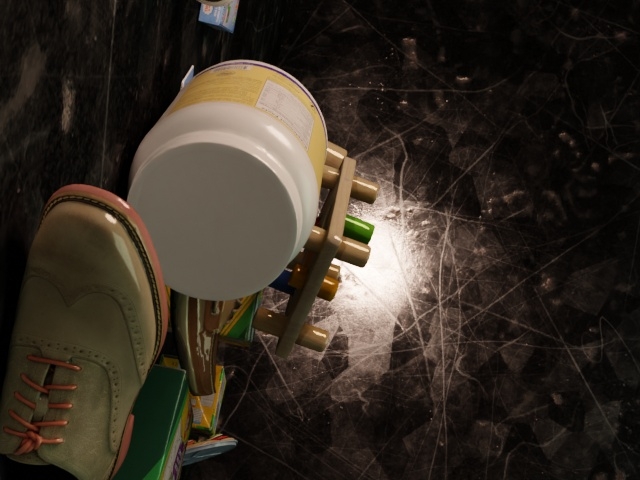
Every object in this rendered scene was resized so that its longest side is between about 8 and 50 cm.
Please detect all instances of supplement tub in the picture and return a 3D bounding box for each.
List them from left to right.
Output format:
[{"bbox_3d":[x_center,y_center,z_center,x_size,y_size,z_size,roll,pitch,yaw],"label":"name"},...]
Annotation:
[{"bbox_3d":[-0.116,-0.088,1.153,0.331,0.241,0.241,-82,-177,-64],"label":"supplement tub"}]

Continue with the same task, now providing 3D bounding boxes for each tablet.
[{"bbox_3d":[-0.211,-0.237,1.364,0.083,0.006,0.054,-83,-176,-61],"label":"tablet"}]

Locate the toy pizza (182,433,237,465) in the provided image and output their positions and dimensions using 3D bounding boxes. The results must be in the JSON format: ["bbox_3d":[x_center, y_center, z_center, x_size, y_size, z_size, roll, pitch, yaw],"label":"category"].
[{"bbox_3d":[-0.266,0.422,1.745,0.201,0.201,0.032,105,-30,-70],"label":"toy pizza"}]

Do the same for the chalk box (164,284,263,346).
[{"bbox_3d":[-0.184,0.030,1.559,0.180,0.179,0.289,104,-4,-79],"label":"chalk box"}]

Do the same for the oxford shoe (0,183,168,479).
[{"bbox_3d":[-0.209,0.122,0.734,0.130,0.123,0.348,-71,173,-59],"label":"oxford shoe"}]

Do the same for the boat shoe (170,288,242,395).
[{"bbox_3d":[-0.178,0.086,1.373,0.122,0.119,0.324,-136,-139,-71],"label":"boat shoe"}]

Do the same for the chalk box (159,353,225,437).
[{"bbox_3d":[-0.271,0.329,1.796,0.213,0.132,0.132,102,-1,-70],"label":"chalk box"}]

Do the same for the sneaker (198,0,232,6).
[{"bbox_3d":[-0.113,-0.446,1.125,0.153,0.101,0.269,-143,-113,-85],"label":"sneaker"}]

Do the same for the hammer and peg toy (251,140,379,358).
[{"bbox_3d":[0.000,0.000,1.453,0.361,0.127,0.266,-78,-170,-56],"label":"hammer and peg toy"}]

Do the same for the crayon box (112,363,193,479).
[{"bbox_3d":[-0.281,0.380,1.331,0.363,0.106,0.313,105,-4,-68],"label":"crayon box"}]

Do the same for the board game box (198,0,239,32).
[{"bbox_3d":[-0.158,-0.433,1.447,0.211,0.039,0.160,-84,-175,-80],"label":"board game box"}]
